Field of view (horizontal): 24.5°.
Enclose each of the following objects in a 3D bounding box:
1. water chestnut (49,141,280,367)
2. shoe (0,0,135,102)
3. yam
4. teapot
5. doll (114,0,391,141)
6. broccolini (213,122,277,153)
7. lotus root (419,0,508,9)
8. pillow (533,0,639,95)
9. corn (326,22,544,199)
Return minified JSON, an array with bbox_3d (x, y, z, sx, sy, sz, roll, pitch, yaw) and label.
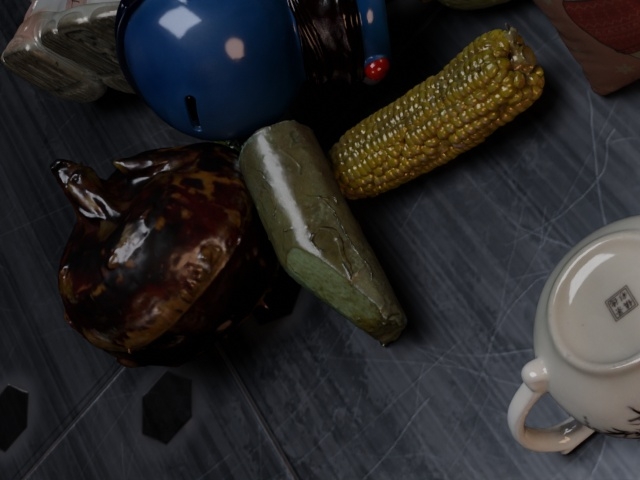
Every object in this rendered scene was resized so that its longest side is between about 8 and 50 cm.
[{"bbox_3d":[-0.200,0.002,1.720,0.300,0.300,0.300,-18,60,35],"label":"water chestnut"},{"bbox_3d":[-0.281,-0.310,1.936,0.351,0.172,0.198,-3,64,45],"label":"shoe"},{"bbox_3d":[0.000,0.000,1.613,0.106,0.106,0.259,-34,70,26],"label":"yam"},{"bbox_3d":[0.286,0.090,1.349,0.300,0.166,0.208,-45,55,27],"label":"teapot"},{"bbox_3d":[-0.077,-0.238,1.672,0.310,0.284,0.240,-9,52,1],"label":"doll"},{"bbox_3d":[-0.155,-0.195,1.919,0.074,0.078,0.392,-23,43,-19],"label":"broccolini"},{"bbox_3d":[0.182,-0.306,1.654,0.183,0.077,0.090,-13,56,34],"label":"lotus root"},{"bbox_3d":[0.314,-0.242,1.412,0.236,0.223,0.084,-18,46,37],"label":"pillow"},{"bbox_3d":[0.117,-0.129,1.615,0.292,0.101,0.101,-31,53,31],"label":"corn"}]
